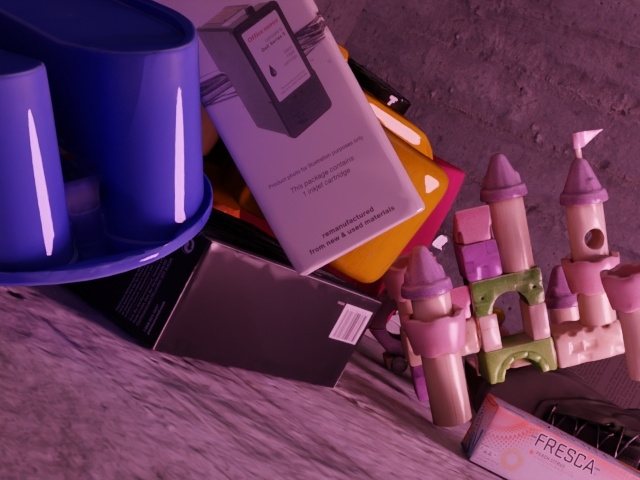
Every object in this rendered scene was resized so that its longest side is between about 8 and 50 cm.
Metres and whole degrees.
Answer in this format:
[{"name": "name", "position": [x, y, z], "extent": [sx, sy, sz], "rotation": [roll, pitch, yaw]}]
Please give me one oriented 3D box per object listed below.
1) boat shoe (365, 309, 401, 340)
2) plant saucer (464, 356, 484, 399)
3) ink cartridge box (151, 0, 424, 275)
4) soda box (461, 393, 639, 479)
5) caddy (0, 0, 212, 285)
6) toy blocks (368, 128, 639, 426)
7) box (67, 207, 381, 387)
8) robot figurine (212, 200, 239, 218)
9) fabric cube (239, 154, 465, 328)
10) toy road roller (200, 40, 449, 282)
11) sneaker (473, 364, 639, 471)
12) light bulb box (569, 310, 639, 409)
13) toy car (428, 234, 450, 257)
[{"name": "boat shoe", "position": [0.110, 0.125, 1.577], "extent": [0.184, 0.063, 0.066], "rotation": [28, 3, 5]}, {"name": "plant saucer", "position": [0.326, 0.255, 1.459], "extent": [0.310, 0.050, 0.310], "rotation": [28, 4, -2]}, {"name": "ink cartridge box", "position": [-0.034, -0.123, 0.881], "extent": [0.273, 0.114, 0.198], "rotation": [61, 1, -4]}, {"name": "soda box", "position": [0.232, 0.221, 1.039], "extent": [0.183, 0.063, 0.058], "rotation": [27, 3, -2]}, {"name": "caddy", "position": [-0.226, -0.080, 0.761], "extent": [0.241, 0.179, 0.341], "rotation": [-17, 34, -37]}, {"name": "toy blocks", "position": [0.201, 0.027, 1.220], "extent": [0.288, 0.260, 0.309], "rotation": [-13, 8, -5]}, {"name": "box", "position": [-0.097, 0.032, 0.933], "extent": [0.184, 0.103, 0.261], "rotation": [33, 6, 35]}, {"name": "robot figurine", "position": [-0.180, -0.046, 1.243], "extent": [0.158, 0.128, 0.219], "rotation": [26, 3, -45]}, {"name": "fabric cube", "position": [0.002, -0.040, 1.408], "extent": [0.254, 0.259, 0.258], "rotation": [29, 10, 17]}, {"name": "toy road roller", "position": [-0.020, -0.098, 1.063], "extent": [0.329, 0.202, 0.240], "rotation": [26, 15, -40]}, {"name": "sneaker", "position": [0.319, 0.224, 1.235], "extent": [0.286, 0.109, 0.130], "rotation": [17, 10, 0]}, {"name": "light bulb box", "position": [0.606, 0.290, 1.695], "extent": [0.358, 0.225, 0.361], "rotation": [27, 2, -28]}, {"name": "toy car", "position": [0.147, 0.053, 1.929], "extent": [0.155, 0.188, 0.149], "rotation": [28, 3, -7]}]
